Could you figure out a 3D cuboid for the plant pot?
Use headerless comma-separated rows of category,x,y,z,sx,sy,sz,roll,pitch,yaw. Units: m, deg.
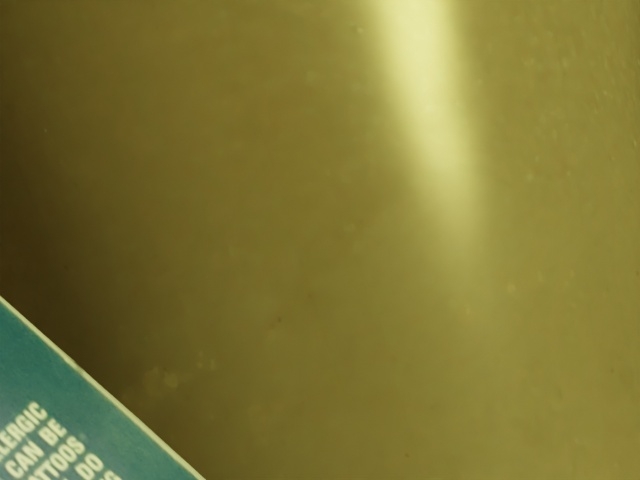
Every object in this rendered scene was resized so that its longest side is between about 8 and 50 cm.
plant pot,0.000,0.000,0.545,0.263,0.263,0.229,-3,71,-45

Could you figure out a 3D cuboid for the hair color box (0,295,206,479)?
hair color box,-0.023,0.156,0.362,0.347,0.174,0.105,41,52,4
